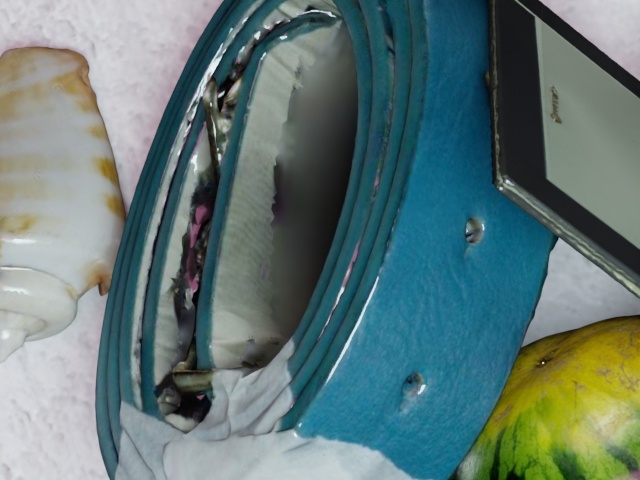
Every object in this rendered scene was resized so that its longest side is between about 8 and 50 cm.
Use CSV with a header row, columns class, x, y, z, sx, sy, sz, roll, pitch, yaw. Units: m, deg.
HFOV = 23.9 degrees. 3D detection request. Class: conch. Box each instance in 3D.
class,x,y,z,sx,sy,sz,roll,pitch,yaw
conch,-0.235,-0.033,1.163,0.158,0.127,0.255,-6,81,8

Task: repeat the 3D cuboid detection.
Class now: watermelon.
class,x,y,z,sx,sy,sz,roll,pitch,yaw
watermelon,0.210,0.170,1.000,0.269,0.269,0.269,-1,82,8

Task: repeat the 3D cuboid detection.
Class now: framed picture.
class,x,y,z,sx,sy,sz,roll,pitch,yaw
framed picture,0.239,-0.016,0.976,0.347,0.265,0.016,34,122,-19

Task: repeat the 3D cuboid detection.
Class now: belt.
class,x,y,z,sx,sy,sz,roll,pitch,yaw
belt,0.000,-0.002,1.032,0.300,0.173,0.436,-1,73,52
